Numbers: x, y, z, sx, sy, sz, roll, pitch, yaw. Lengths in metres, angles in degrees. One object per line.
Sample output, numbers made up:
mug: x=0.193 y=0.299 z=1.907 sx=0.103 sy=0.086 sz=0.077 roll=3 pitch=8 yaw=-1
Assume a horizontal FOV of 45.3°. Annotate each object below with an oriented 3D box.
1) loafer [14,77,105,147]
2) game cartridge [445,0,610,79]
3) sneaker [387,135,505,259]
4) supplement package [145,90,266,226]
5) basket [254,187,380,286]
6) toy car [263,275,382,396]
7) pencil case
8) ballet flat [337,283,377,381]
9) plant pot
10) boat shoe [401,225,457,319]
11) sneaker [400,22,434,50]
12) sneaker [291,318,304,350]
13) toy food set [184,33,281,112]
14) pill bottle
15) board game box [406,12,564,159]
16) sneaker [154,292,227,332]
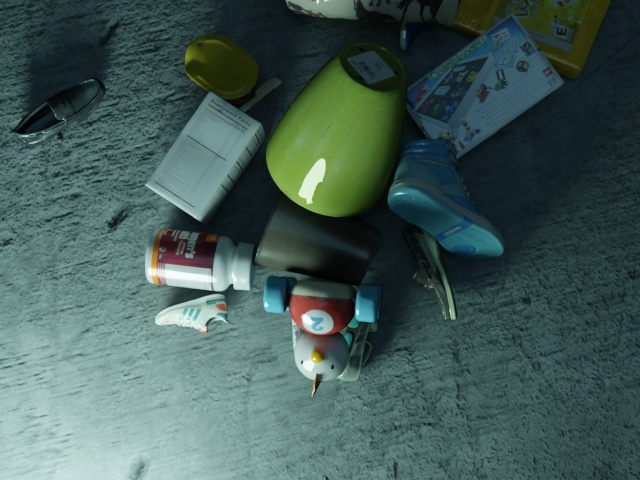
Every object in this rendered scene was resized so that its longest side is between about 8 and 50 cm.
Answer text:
loafer: x=-0.581 y=-0.289 z=1.713 sx=0.223 sy=0.078 sz=0.076 roll=-36 pitch=84 yaw=-3
game cartridge: x=0.483 y=-0.553 z=1.734 sx=0.324 sy=0.052 sz=0.285 roll=23 pitch=84 yaw=3
sneaker: x=0.283 y=-0.103 z=1.626 sx=0.319 sy=0.127 sz=0.208 roll=33 pitch=51 yaw=-32
supplement package: x=-0.242 y=-0.173 z=1.662 sx=0.139 sy=0.134 sz=0.244 roll=34 pitch=85 yaw=5
basket: x=0.000 y=0.000 z=1.631 sx=0.227 sy=0.154 sz=0.204 roll=22 pitch=87 yaw=0
toy car: x=0.002 y=0.197 z=1.529 sx=0.219 sy=0.210 sz=0.238 roll=4 pitch=87 yaw=7
pencil case: x=0.118 y=-0.564 z=1.644 sx=0.410 sy=0.183 sz=0.160 roll=9 pitch=47 yaw=15
ballet flat: x=0.086 y=0.200 z=1.651 sx=0.068 sy=0.072 sz=0.213 roll=21 pitch=84 yaw=-24
plant pot: x=0.058 y=-0.241 z=1.532 sx=0.275 sy=0.293 sz=0.274 roll=10 pitch=54 yaw=-14
boat shoe: x=0.234 y=0.070 z=1.652 sx=0.073 sy=0.080 sz=0.223 roll=-17 pitch=77 yaw=5
sneaker: x=0.232 y=-0.495 z=1.728 sx=0.085 sy=0.058 sz=0.152 roll=13 pitch=77 yaw=12
sneaker: x=-0.023 y=0.189 z=1.650 sx=0.076 sy=0.065 sz=0.166 roll=-3 pitch=84 yaw=-3
toy food set: x=-0.204 y=-0.364 z=1.716 sx=0.218 sy=0.071 sz=0.128 roll=39 pitch=79 yaw=10
pill bottle: x=-0.253 y=0.044 z=1.642 sx=0.221 sy=0.121 sz=0.121 roll=6 pitch=83 yaw=2
board game box: x=0.348 y=-0.328 z=1.683 sx=0.305 sy=0.053 sz=0.193 roll=-35 pitch=86 yaw=6
sneaker: x=-0.277 y=0.169 z=1.659 sx=0.161 sy=0.057 sz=0.075 roll=-17 pitch=77 yaw=-4
